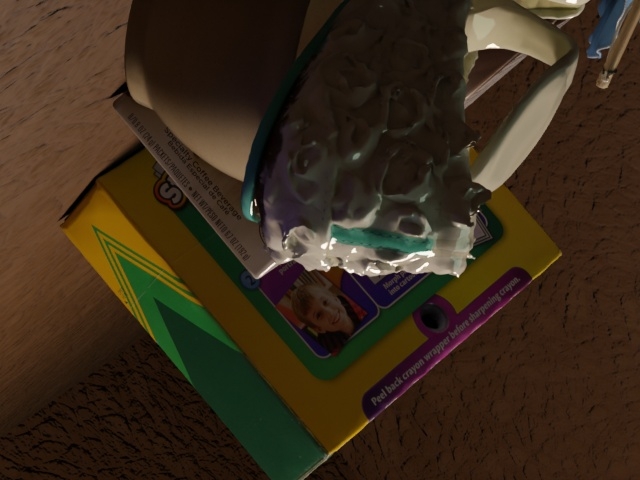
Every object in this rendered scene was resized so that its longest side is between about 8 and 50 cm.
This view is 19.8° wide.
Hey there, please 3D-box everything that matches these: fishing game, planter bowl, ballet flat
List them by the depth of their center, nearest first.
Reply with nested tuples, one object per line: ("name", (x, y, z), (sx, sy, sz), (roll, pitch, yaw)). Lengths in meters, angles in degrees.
("ballet flat", (0.082, -0.126, 1.001), (0.147, 0.147, 0.409), (-42, -161, 49))
("planter bowl", (-0.043, -0.111, 1.024), (0.162, 0.109, 0.162), (13, 90, -77))
("fishing game", (0.222, -0.201, 1.177), (0.264, 0.041, 0.189), (-67, 180, -70))

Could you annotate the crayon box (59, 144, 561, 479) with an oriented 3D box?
("crayon box", (0.000, 0.000, 1.695), (0.363, 0.313, 0.106), (-37, 173, -38))

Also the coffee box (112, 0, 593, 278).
("coffee box", (0.022, -0.134, 1.280), (0.297, 0.168, 0.119), (-41, 178, 28))
